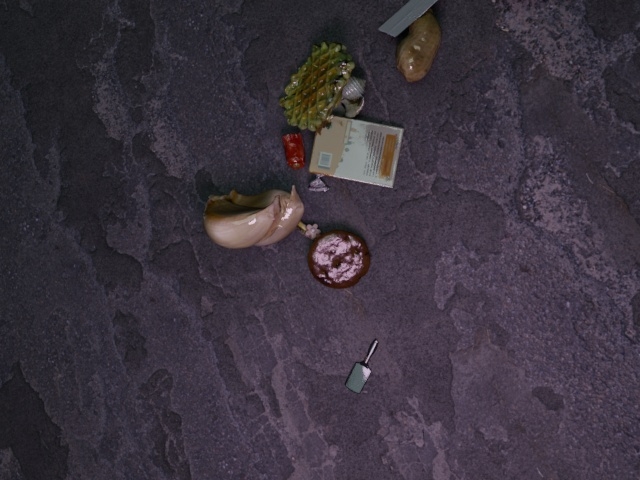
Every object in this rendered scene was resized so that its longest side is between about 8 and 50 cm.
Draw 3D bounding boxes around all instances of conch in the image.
[{"bbox_3d":[0.096,-0.491,1.864,0.153,0.102,0.135,-33,93,41],"label":"conch"}]

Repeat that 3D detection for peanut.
[{"bbox_3d":[0.326,-0.652,1.817,0.137,0.122,0.253,24,89,22],"label":"peanut"}]

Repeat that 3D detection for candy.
[{"bbox_3d":[0.020,-0.274,1.890,0.093,0.051,0.227,21,90,10],"label":"candy"}]

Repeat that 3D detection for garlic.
[{"bbox_3d":[-0.227,-0.079,1.820,0.312,0.286,0.250,11,81,28],"label":"garlic"}]

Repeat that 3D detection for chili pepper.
[{"bbox_3d":[-0.093,-0.312,1.909,0.070,0.073,0.123,-20,77,52],"label":"chili pepper"}]

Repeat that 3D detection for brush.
[{"bbox_3d":[0.148,0.419,1.833,0.062,0.016,0.194,27,92,12],"label":"brush"}]

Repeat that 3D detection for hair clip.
[{"bbox_3d":[0.001,-0.003,1.875,0.213,0.056,0.062,35,61,12],"label":"hair clip"}]

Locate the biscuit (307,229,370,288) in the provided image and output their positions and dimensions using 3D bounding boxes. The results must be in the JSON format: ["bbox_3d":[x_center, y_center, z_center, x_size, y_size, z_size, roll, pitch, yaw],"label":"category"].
[{"bbox_3d":[0.062,0.064,1.830,0.212,0.036,0.212,-1,104,-3],"label":"biscuit"}]

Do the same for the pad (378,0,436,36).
[{"bbox_3d":[0.308,-0.773,1.832,0.232,0.004,0.156,-40,35,6],"label":"pad"}]

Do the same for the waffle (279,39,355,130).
[{"bbox_3d":[-0.012,-0.521,1.845,0.317,0.073,0.297,-59,40,13],"label":"waffle"}]

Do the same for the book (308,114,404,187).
[{"bbox_3d":[0.121,-0.307,1.856,0.295,0.020,0.208,11,90,1],"label":"book"}]
